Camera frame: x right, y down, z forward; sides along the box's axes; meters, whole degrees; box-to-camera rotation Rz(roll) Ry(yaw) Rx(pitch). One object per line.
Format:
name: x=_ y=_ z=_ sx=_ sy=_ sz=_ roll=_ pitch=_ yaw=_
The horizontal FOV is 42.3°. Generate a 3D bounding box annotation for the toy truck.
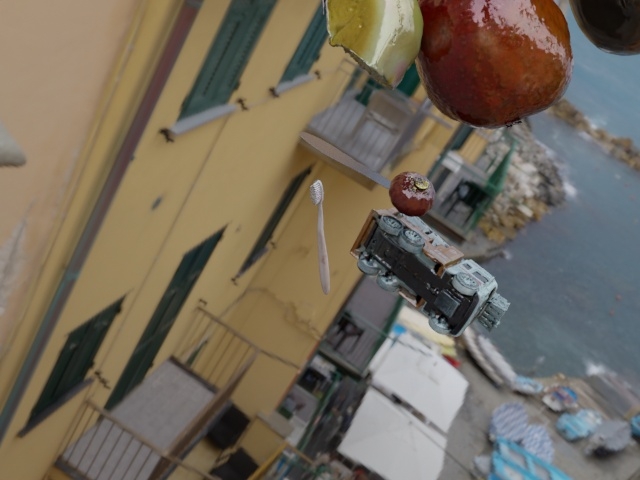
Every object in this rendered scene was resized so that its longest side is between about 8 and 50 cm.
toy truck: x=0.245 y=0.064 z=1.741 sx=0.338 sy=0.133 sz=0.184 roll=40 pitch=33 yaw=22

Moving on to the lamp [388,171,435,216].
lamp: x=0.190 y=-0.096 z=1.716 sx=0.101 sy=0.090 sz=0.101 roll=13 pitch=55 yaw=-19

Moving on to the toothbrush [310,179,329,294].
toothbrush: x=0.000 y=0.000 z=1.950 sx=0.025 sy=0.307 sz=0.029 roll=15 pitch=35 yaw=32

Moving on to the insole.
insole: x=0.078 y=-0.224 z=2.339 sx=0.322 sy=0.007 sz=0.109 roll=29 pitch=23 yaw=-9

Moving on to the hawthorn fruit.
hawthorn fruit: x=0.294 y=-0.381 z=1.507 sx=0.369 sy=0.285 sz=0.284 roll=50 pitch=17 yaw=-26

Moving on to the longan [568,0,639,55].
longan: x=0.595 y=-0.509 z=1.550 sx=0.288 sy=0.288 sz=0.350 roll=48 pitch=-8 yaw=30

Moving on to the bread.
bread: x=0.107 y=-0.374 z=1.439 sx=0.158 sy=0.156 sz=0.260 roll=25 pitch=56 yaw=-53
